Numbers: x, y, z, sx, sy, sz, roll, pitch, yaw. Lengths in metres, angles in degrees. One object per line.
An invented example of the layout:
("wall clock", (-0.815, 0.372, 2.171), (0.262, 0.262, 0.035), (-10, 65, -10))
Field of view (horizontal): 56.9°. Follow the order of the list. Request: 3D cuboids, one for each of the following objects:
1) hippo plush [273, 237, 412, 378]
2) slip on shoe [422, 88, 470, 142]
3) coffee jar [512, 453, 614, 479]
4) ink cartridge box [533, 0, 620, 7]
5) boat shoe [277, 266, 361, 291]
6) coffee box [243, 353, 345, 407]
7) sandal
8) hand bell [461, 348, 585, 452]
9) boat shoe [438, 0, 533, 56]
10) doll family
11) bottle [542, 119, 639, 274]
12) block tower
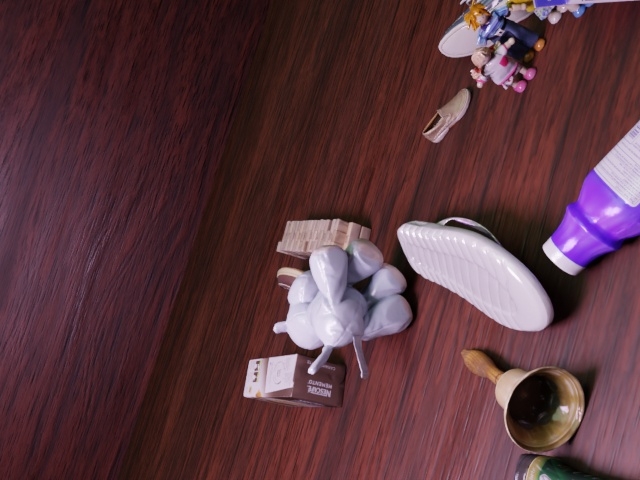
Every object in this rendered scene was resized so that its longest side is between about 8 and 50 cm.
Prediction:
("hippo plush", (0.042, 0.158, 1.266), (0.236, 0.234, 0.294), (146, 131, -59))
("slip on shoe", (0.277, -0.278, 1.302), (0.135, 0.041, 0.051), (-52, 33, 32))
("coffee jar", (0.334, 0.342, 0.764), (0.184, 0.079, 0.096), (-2, 74, 60))
("ink cartridge box", (0.447, -0.470, 0.962), (0.045, 0.208, 0.206), (74, -164, -60))
("boat shoe", (-0.023, 0.148, 1.505), (0.342, 0.123, 0.123), (9, 80, 56))
("coffee box", (-0.067, 0.343, 1.430), (0.246, 0.141, 0.098), (-24, 53, 56))
("sandal", (0.270, 0.025, 1.050), (0.102, 0.169, 0.416), (-32, 25, -12))
("hand bell", (0.284, 0.219, 0.935), (0.242, 0.126, 0.126), (-150, 80, -74))
("boat shoe", (0.353, -0.478, 1.233), (0.254, 0.095, 0.079), (-31, 49, 49))
("doll family", (0.361, -0.415, 1.102), (0.263, 0.163, 0.118), (-56, 31, 27))
("bottle", (0.435, -0.070, 0.827), (0.283, 0.092, 0.118), (-55, 31, 28))
("block tower", (0.000, 0.000, 1.581), (0.335, 0.091, 0.097), (-2, 71, 60))
